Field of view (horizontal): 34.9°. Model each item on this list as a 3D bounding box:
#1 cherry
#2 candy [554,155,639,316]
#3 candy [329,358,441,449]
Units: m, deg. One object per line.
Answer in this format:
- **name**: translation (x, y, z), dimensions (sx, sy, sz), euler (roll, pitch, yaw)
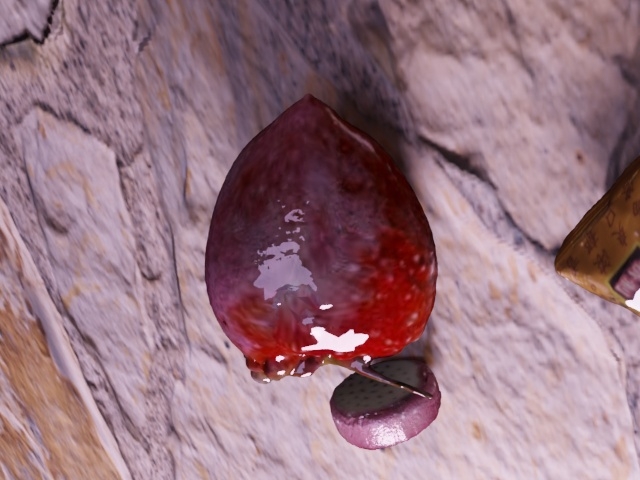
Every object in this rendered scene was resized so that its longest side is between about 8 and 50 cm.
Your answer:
- **cherry**: translation (0.000, 0.000, 0.840), dimensions (0.192, 0.175, 0.249), euler (3, 116, 20)
- **candy**: translation (0.313, 0.041, 0.718), dimensions (0.271, 0.101, 0.143), euler (32, 135, 6)
- **candy**: translation (0.059, 0.149, 0.932), dimensions (0.103, 0.103, 0.043), euler (-4, 113, 34)
